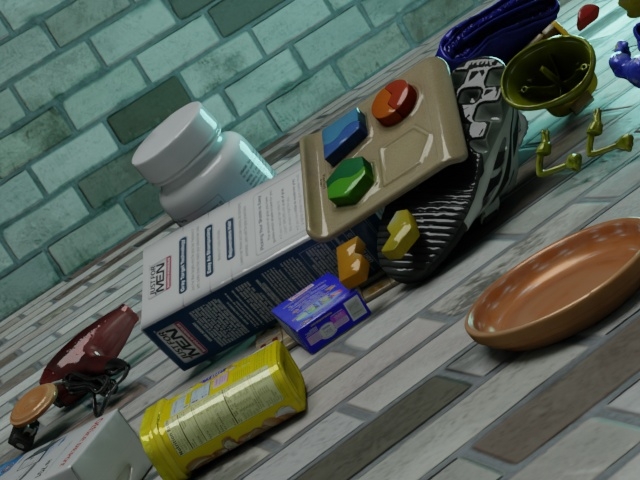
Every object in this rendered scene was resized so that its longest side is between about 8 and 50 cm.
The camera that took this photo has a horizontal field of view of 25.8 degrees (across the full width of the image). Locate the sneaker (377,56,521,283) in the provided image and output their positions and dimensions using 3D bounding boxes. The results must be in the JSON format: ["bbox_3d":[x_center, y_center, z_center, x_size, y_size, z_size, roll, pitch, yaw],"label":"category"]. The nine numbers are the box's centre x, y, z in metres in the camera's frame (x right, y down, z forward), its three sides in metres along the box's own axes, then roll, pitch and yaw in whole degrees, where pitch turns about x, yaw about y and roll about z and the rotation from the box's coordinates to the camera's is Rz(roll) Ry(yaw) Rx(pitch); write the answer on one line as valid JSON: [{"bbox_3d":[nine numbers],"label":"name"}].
[{"bbox_3d":[0.186,-0.063,1.774,0.122,0.146,0.330,8,59,37],"label":"sneaker"}]

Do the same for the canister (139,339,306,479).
[{"bbox_3d":[-0.103,0.184,1.522,0.170,0.073,0.126,-29,11,5],"label":"canister"}]

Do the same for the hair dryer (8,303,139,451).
[{"bbox_3d":[-0.339,0.202,2.124,0.224,0.080,0.293,-24,28,23],"label":"hair dryer"}]

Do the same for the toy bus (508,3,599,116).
[{"bbox_3d":[0.350,-0.232,2.034,0.202,0.104,0.191,-24,-27,-35],"label":"toy bus"}]

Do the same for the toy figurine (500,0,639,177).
[{"bbox_3d":[0.435,-0.201,1.725,0.363,0.191,0.217,-24,-16,29],"label":"toy figurine"}]

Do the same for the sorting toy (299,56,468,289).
[{"bbox_3d":[0.073,-0.090,1.746,0.229,0.041,0.307,-29,39,21],"label":"sorting toy"}]

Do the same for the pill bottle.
[{"bbox_3d":[-0.135,-0.058,2.060,0.160,0.283,0.160,-35,21,16],"label":"pill bottle"}]

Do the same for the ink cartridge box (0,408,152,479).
[{"bbox_3d":[-0.307,0.288,1.601,0.191,0.082,0.139,-29,11,24],"label":"ink cartridge box"}]

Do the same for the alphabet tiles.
[{"bbox_3d":[0.017,0.077,1.839,0.237,0.009,0.198,-31,11,3],"label":"alphabet tiles"}]

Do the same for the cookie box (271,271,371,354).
[{"bbox_3d":[0.000,0.088,1.718,0.092,0.040,0.107,-34,20,-10],"label":"cookie box"}]

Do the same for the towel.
[{"bbox_3d":[0.216,-0.229,2.072,0.228,0.076,0.308,-29,-22,-28],"label":"towel"}]

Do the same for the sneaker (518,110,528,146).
[{"bbox_3d":[0.156,-0.111,1.980,0.297,0.129,0.111,-30,9,2],"label":"sneaker"}]

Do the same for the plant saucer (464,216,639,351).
[{"bbox_3d":[0.230,0.046,1.315,0.200,0.037,0.200,-31,12,7],"label":"plant saucer"}]

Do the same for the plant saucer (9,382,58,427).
[{"bbox_3d":[-0.422,0.240,2.049,0.083,0.013,0.083,-30,25,16],"label":"plant saucer"}]

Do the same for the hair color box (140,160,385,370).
[{"bbox_3d":[-0.076,0.019,1.901,0.347,0.105,0.174,-28,36,17],"label":"hair color box"}]
